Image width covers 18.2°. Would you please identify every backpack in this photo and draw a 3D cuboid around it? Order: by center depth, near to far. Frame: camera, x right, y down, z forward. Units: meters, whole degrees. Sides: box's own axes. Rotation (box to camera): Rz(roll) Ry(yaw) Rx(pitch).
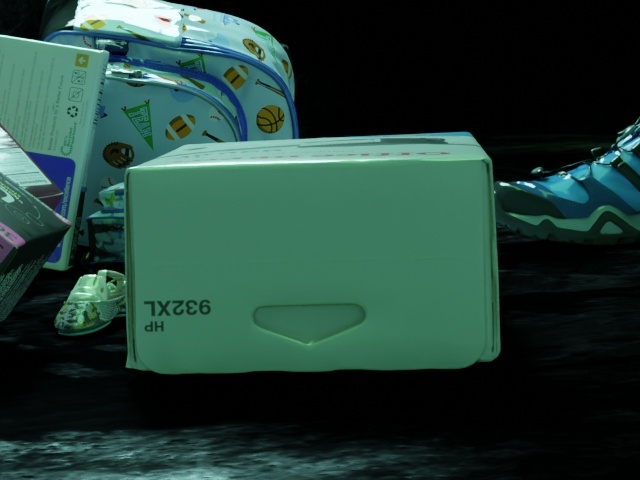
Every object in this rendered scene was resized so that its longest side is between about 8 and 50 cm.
[{"bbox_3d":[-0.140,-0.014,1.776,0.114,0.084,0.105,4,10,28],"label":"backpack"},{"bbox_3d":[-0.152,-0.113,1.973,0.263,0.276,0.213,1,36,-12],"label":"backpack"}]

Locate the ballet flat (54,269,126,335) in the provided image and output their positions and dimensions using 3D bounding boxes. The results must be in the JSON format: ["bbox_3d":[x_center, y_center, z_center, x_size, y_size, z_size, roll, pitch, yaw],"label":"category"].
[{"bbox_3d":[-0.160,0.042,1.424,0.041,0.041,0.114,-1,6,18],"label":"ballet flat"}]

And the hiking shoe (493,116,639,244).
[{"bbox_3d":[0.299,-0.066,1.877,0.304,0.132,0.113,-4,5,-12],"label":"hiking shoe"}]

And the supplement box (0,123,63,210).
[{"bbox_3d":[-0.323,-0.059,1.727,0.188,0.104,0.081,46,30,23],"label":"supplement box"}]

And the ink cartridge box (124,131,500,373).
[{"bbox_3d":[0.000,0.000,1.316,0.223,0.129,0.307,-2,6,2],"label":"ink cartridge box"}]

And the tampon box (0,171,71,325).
[{"bbox_3d":[-0.254,0.002,1.307,0.120,0.101,0.161,35,7,0],"label":"tampon box"}]

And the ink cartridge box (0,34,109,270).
[{"bbox_3d":[-0.313,-0.090,1.831,0.208,0.206,0.045,10,0,5],"label":"ink cartridge box"}]
